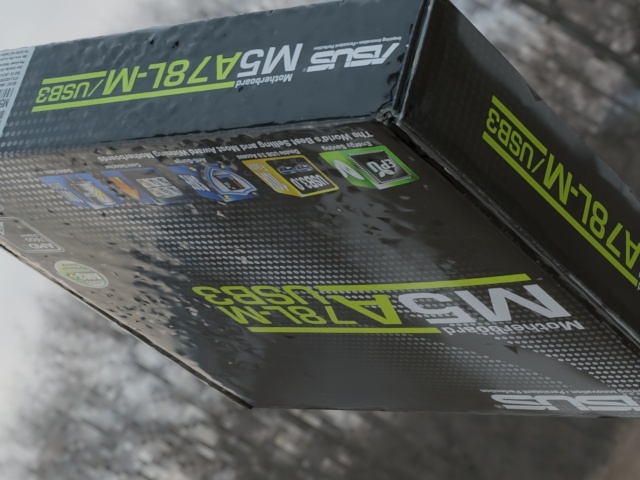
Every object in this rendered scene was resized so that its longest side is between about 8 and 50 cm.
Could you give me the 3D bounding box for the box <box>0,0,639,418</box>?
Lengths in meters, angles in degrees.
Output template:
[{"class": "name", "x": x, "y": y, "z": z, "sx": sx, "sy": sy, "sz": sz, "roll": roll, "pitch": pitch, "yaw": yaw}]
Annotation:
[{"class": "box", "x": 0.000, "y": 0.000, "z": 0.552, "sx": 0.184, "sy": 0.191, "sz": 0.045, "roll": 42, "pitch": -123, "yaw": -43}]
